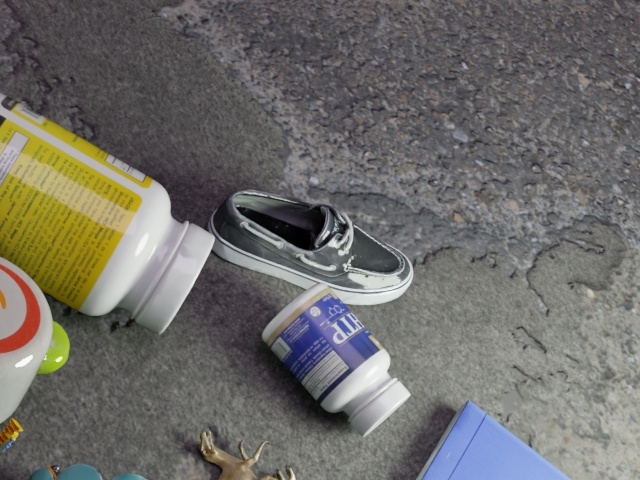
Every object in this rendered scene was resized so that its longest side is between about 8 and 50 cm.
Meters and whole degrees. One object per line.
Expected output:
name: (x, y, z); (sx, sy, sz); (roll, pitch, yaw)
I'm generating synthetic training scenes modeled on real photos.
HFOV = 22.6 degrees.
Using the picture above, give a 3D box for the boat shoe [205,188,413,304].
boat shoe: (0.000, 0.000, 2.166); (0.301, 0.102, 0.108); (18, 50, -17)

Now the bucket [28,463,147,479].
bucket: (-0.220, 0.383, 1.666); (0.281, 0.281, 0.183); (27, 52, -10)

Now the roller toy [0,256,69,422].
roller toy: (-0.415, 0.115, 1.820); (0.209, 0.146, 0.191); (42, 38, 11)

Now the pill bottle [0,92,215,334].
pill bottle: (-0.307, -0.026, 1.954); (0.334, 0.188, 0.188); (30, 48, -7)

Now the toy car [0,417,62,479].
toy car: (-0.324, 0.264, 1.852); (0.122, 0.060, 0.040); (42, 90, 26)

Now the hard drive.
hard drive: (0.272, 0.379, 2.089); (0.319, 0.040, 0.210); (38, 47, 0)

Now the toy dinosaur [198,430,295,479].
toy dinosaur: (-0.080, 0.304, 1.949); (0.093, 0.053, 0.183); (-26, 65, -24)

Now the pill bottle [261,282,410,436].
pill bottle: (0.024, 0.156, 2.061); (0.186, 0.112, 0.112); (48, 48, 8)
